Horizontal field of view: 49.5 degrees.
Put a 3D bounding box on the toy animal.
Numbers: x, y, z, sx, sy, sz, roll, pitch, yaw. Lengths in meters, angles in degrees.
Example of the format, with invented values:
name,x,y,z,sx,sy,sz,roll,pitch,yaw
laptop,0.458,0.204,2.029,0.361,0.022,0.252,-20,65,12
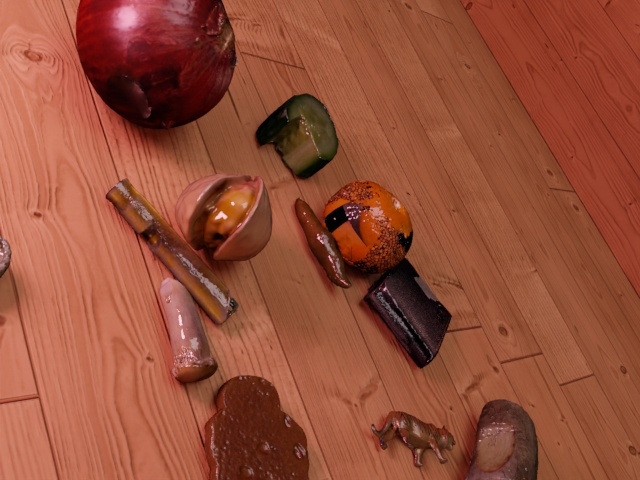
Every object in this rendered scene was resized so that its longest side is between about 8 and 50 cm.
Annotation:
name,x,y,z,sx,sy,sz,roll,pitch,yaw
toy animal,0.196,0.416,1.466,0.241,0.057,0.099,28,35,-25

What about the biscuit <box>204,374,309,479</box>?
name,x,y,z,sx,sy,sz,roll,pitch,yaw
biscuit,-0.106,0.370,1.187,0.208,0.041,0.290,16,49,-37

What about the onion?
name,x,y,z,sx,sy,sz,roll,pitch,yaw
onion,-0.321,-0.378,1.387,0.341,0.341,0.341,28,42,-28

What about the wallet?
name,x,y,z,sx,sy,sz,roll,pitch,yaw
wallet,0.227,0.164,1.707,0.221,0.071,0.262,49,29,0

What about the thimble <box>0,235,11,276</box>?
name,x,y,z,sx,sy,sz,roll,pitch,yaw
thimble,-0.516,0.036,1.029,0.084,0.062,0.110,40,37,-16

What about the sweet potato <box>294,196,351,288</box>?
name,x,y,z,sx,sy,sz,roll,pitch,yaw
sweet potato,0.000,0.000,1.611,0.067,0.067,0.274,0,54,-47

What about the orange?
name,x,y,z,sx,sy,sz,roll,pitch,yaw
orange,0.118,-0.034,1.677,0.234,0.182,0.234,37,25,-20

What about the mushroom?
name,x,y,z,sx,sy,sz,roll,pitch,yaw
mushroom,-0.238,0.152,1.223,0.084,0.071,0.209,14,45,-46

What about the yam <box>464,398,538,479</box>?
name,x,y,z,sx,sy,sz,roll,pitch,yaw
yam,0.411,0.488,1.553,0.154,0.154,0.254,45,32,-7

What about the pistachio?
name,x,y,z,sx,sy,sz,roll,pitch,yaw
pistachio,-0.174,-0.051,1.319,0.187,0.187,0.299,48,-7,-4

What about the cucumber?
name,x,y,z,sx,sy,sz,roll,pitch,yaw
cucumber,-0.050,-0.262,1.744,0.191,0.130,0.191,25,50,-33

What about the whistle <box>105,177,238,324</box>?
name,x,y,z,sx,sy,sz,roll,pitch,yaw
whistle,-0.274,0.020,1.304,0.326,0.057,0.068,48,36,-3
